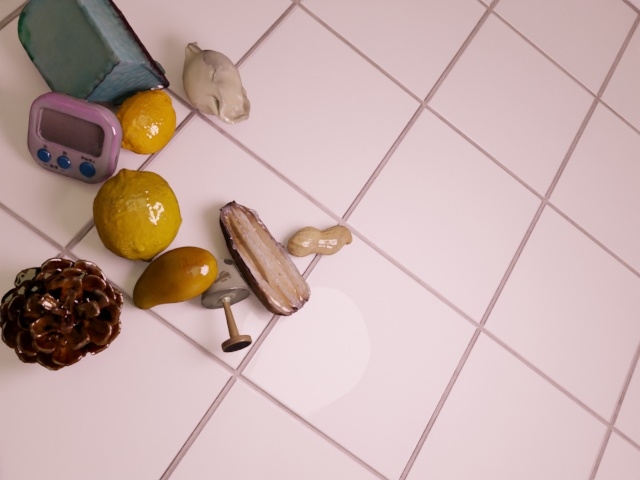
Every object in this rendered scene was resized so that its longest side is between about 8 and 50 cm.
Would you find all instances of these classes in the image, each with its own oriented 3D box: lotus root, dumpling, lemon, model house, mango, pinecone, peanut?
[{"bbox_3d":[-0.163,0.052,1.360,0.329,0.078,0.167,57,34,5],"label":"lotus root"},{"bbox_3d":[-0.267,-0.410,1.427,0.193,0.147,0.258,6,54,-57],"label":"dumpling"},{"bbox_3d":[-0.421,-0.058,1.244,0.192,0.192,0.231,-17,114,-21],"label":"lemon"},{"bbox_3d":[-0.541,-0.480,1.345,0.280,0.230,0.249,58,26,1],"label":"model house"},{"bbox_3d":[-0.431,-0.295,1.338,0.142,0.142,0.187,30,69,-8],"label":"lemon"},{"bbox_3d":[-0.342,0.087,1.249,0.228,0.099,0.136,-25,55,16],"label":"mango"},{"bbox_3d":[-0.526,0.153,1.116,0.244,0.309,0.243,-2,93,-34],"label":"pinecone"},{"bbox_3d":[0.000,0.000,1.428,0.187,0.082,0.082,-5,77,-19],"label":"peanut"}]

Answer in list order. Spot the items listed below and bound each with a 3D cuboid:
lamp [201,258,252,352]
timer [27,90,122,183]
[{"bbox_3d":[-0.221,0.154,1.287,0.121,0.121,0.214,-11,63,-20],"label":"lamp"},{"bbox_3d":[-0.573,-0.239,1.262,0.209,0.190,0.069,20,25,-2],"label":"timer"}]
